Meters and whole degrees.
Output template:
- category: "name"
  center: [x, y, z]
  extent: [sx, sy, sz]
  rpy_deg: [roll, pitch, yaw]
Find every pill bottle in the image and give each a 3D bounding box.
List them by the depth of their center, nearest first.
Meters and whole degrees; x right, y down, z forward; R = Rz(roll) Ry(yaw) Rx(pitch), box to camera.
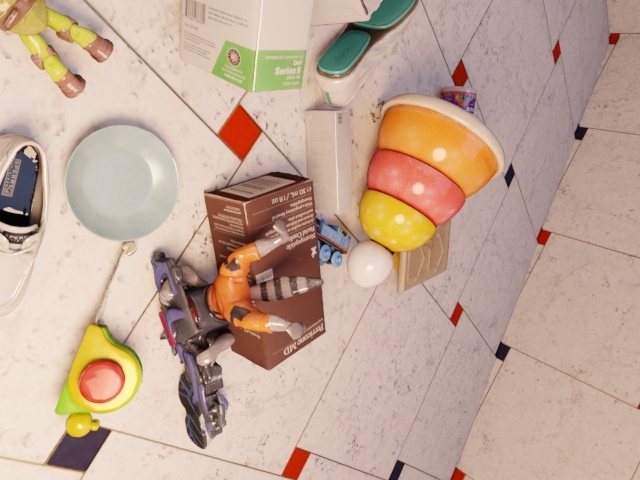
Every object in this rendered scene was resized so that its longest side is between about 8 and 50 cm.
- category: "pill bottle"
  center: [0.435, -0.389, 1.503]
  extent: [0.108, 0.108, 0.193]
  rpy_deg: [-8, 107, -47]

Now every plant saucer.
- category: "plant saucer"
  center: [-0.334, -0.096, 0.787]
  extent: [0.195, 0.037, 0.194]
  rpy_deg: [-16, 112, -44]

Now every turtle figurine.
- category: "turtle figurine"
  center: [-0.389, -0.313, 0.620]
  extent: [0.217, 0.087, 0.269]
  rpy_deg: [41, 67, -49]

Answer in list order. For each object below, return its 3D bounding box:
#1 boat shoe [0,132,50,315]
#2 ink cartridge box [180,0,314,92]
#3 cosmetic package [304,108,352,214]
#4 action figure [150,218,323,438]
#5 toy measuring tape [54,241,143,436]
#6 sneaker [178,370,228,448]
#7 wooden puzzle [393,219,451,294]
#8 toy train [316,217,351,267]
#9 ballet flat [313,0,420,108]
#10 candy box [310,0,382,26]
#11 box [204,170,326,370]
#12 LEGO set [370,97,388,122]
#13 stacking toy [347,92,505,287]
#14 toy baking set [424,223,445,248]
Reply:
- category: "boat shoe"
  center: [-0.436, -0.016, 0.658]
  extent: [0.096, 0.088, 0.267]
  rpy_deg: [14, 91, -49]
- category: "ink cartridge box"
  center: [-0.116, -0.412, 0.746]
  extent: [0.122, 0.211, 0.289]
  rpy_deg: [-21, 135, -42]
- category: "cosmetic package"
  center: [0.021, -0.188, 1.111]
  extent: [0.060, 0.099, 0.238]
  rpy_deg: [-23, 118, -45]
- category: "action figure"
  center: [-0.161, 0.158, 0.853]
  extent: [0.179, 0.330, 0.341]
  rpy_deg: [-2, 73, -58]
- category: "toy measuring tape"
  center: [-0.342, 0.172, 0.801]
  extent: [0.121, 0.121, 0.329]
  rpy_deg: [30, 74, -48]
- category: "sneaker"
  center: [-0.246, 0.340, 0.997]
  extent: [0.081, 0.080, 0.211]
  rpy_deg: [-28, 131, -48]
- category: "wooden puzzle"
  center: [0.330, -0.021, 1.528]
  extent: [0.348, 0.081, 0.321]
  rpy_deg: [-19, 116, -49]
- category: "toy train"
  center: [0.000, 0.000, 1.163]
  extent: [0.184, 0.080, 0.105]
  rpy_deg: [31, 69, -47]
- category: "ballet flat"
  center: [0.112, -0.466, 1.121]
  extent: [0.400, 0.139, 0.139]
  rpy_deg: [-55, 135, -25]
- category: "candy box"
  center: [0.073, -0.557, 1.005]
  extent: [0.196, 0.165, 0.070]
  rpy_deg: [-58, 138, -20]
- category: "box"
  center: [-0.110, 0.062, 1.011]
  extent: [0.191, 0.143, 0.381]
  rpy_deg: [-27, 122, -41]
- category: "LEGO set"
  center: [0.169, -0.358, 1.281]
  extent: [0.054, 0.023, 0.083]
  rpy_deg: [37, 73, -47]
- category: "stacking toy"
  center: [0.209, -0.095, 1.198]
  extent: [0.351, 0.351, 0.479]
  rpy_deg: [38, 82, -47]
- category: "toy baking set"
  center: [0.353, -0.075, 1.449]
  extent: [0.256, 0.030, 0.196]
  rpy_deg: [44, 66, -49]
